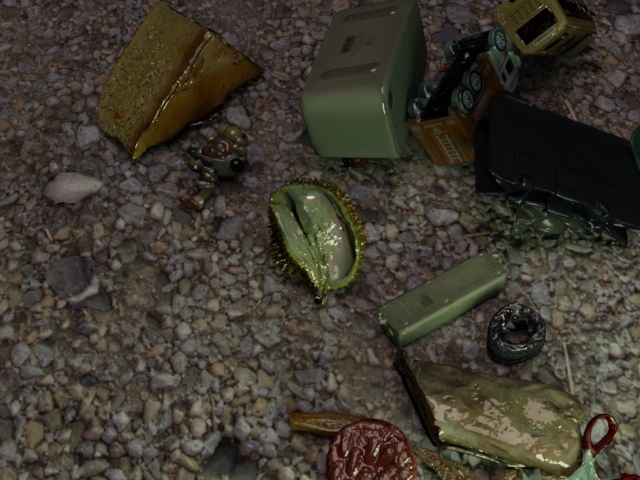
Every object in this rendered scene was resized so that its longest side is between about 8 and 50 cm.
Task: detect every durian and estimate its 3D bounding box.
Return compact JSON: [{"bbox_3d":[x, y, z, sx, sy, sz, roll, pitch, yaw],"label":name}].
[{"bbox_3d":[0.000,0.000,1.822,0.193,0.138,0.237,-2,92,12],"label":"durian"}]

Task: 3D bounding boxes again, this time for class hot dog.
[{"bbox_3d":[0.015,0.307,1.619,0.137,0.028,0.044,2,35,5],"label":"hot dog"}]

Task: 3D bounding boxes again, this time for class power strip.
[{"bbox_3d":[0.222,0.103,1.764,0.272,0.052,0.078,-27,53,-19],"label":"power strip"}]

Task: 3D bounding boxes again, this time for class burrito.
[{"bbox_3d":[0.261,0.279,1.578,0.348,0.107,0.175,16,35,15],"label":"burrito"}]

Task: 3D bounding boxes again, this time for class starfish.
[{"bbox_3d":[0.234,0.422,1.494,0.295,0.048,0.231,27,57,25],"label":"starfish"}]

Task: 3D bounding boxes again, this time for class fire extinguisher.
[{"bbox_3d":[0.094,-0.185,2.025,0.132,0.039,0.056,-33,35,-21],"label":"fire extinguisher"}]

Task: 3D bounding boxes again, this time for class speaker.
[{"bbox_3d":[0.097,-0.343,2.044,0.184,0.183,0.406,-3,41,20],"label":"speaker"}]

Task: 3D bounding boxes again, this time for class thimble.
[{"bbox_3d":[0.340,0.166,1.694,0.095,0.066,0.104,21,57,22],"label":"thimble"}]

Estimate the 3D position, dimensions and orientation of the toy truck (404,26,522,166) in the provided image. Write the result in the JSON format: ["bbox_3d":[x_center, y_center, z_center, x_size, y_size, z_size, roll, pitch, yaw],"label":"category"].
[{"bbox_3d":[0.309,-0.298,2.024,0.136,0.162,0.305,-6,40,42],"label":"toy truck"}]

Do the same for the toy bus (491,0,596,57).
[{"bbox_3d":[0.490,-0.477,2.100,0.157,0.139,0.289,59,28,8],"label":"toy bus"}]

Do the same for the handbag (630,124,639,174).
[{"bbox_3d":[0.716,-0.119,1.776,0.089,0.238,0.326,16,53,-35],"label":"handbag"}]

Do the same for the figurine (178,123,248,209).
[{"bbox_3d":[-0.218,-0.154,1.985,0.147,0.093,0.197,16,53,32],"label":"figurine"}]

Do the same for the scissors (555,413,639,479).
[{"bbox_3d":[0.384,0.368,1.468,0.248,0.017,0.144,-21,85,-32],"label":"scissors"}]

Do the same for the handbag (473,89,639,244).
[{"bbox_3d":[0.444,-0.118,1.848,0.326,0.118,0.269,18,49,-9],"label":"handbag"}]

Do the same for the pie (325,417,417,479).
[{"bbox_3d":[0.081,0.354,1.549,0.154,0.036,0.154,-5,62,9],"label":"pie"}]

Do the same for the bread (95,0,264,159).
[{"bbox_3d":[-0.310,-0.336,2.168,0.248,0.279,0.315,36,103,30],"label":"bread"}]
